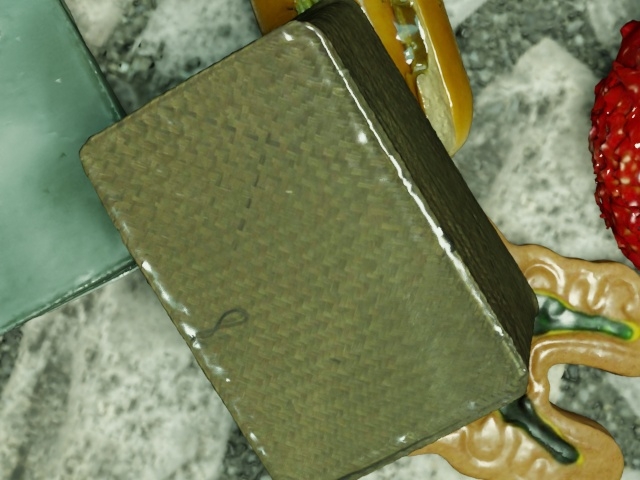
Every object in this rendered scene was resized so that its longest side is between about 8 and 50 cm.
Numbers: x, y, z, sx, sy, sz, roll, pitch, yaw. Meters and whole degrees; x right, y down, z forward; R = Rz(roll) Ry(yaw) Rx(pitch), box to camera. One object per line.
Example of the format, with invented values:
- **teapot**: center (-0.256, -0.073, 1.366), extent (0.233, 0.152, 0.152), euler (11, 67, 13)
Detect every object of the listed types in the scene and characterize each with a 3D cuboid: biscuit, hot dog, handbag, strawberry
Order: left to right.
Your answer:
- **handbag**: center (-0.259, -0.058, 1.034), extent (0.247, 0.079, 0.260), euler (-27, 94, -1)
- **hot dog**: center (0.009, -0.204, 1.025), extent (0.135, 0.100, 0.337), euler (-17, 95, -1)
- **biscuit**: center (0.087, 0.070, 1.073), extent (0.333, 0.047, 0.202), euler (22, 92, -3)
- **strawberry**: center (0.267, -0.052, 1.017), extent (0.186, 0.184, 0.201), euler (4, 132, -24)

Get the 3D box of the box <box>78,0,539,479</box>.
- **box**: center (0.000, 0.001, 0.951), extent (0.184, 0.143, 0.273), euler (-30, 99, 17)
